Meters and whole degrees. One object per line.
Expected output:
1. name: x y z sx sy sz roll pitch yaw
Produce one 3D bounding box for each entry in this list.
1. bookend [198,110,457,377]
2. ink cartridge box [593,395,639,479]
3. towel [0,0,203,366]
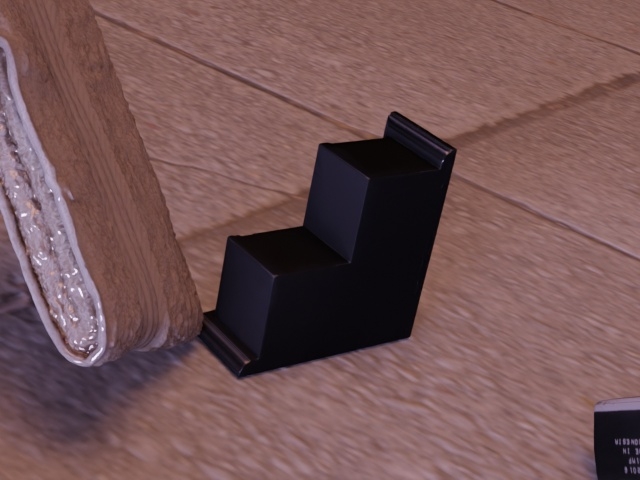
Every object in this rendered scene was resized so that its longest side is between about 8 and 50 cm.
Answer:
1. bookend: 0.000 0.000 0.855 0.157 0.156 0.072 -10 34 -36
2. ink cartridge box: 0.379 0.125 0.765 0.371 0.069 0.176 0 -10 -17
3. towel: -0.157 -0.059 0.777 0.049 0.282 0.187 -23 -6 13
